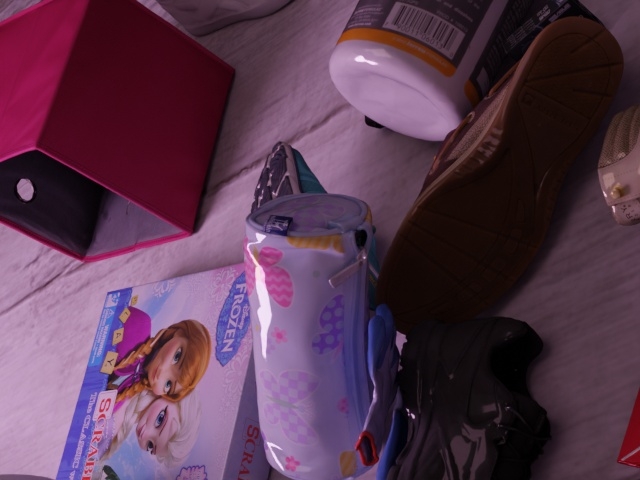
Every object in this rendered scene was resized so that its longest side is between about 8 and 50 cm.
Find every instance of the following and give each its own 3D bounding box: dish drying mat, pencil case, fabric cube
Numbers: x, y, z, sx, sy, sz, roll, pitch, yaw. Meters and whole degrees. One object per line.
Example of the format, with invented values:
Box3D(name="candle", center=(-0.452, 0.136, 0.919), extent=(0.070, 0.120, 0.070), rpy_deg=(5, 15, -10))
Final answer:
Box3D(name="dish drying mat", center=(0.268, 0.145, 1.055), extent=(0.032, 0.008, 0.083), rpy_deg=(4, 69, 51))
Box3D(name="pencil case", center=(-0.002, 0.090, 1.208), extent=(0.124, 0.113, 0.273), rpy_deg=(9, 115, 26))
Box3D(name="fabric cube", center=(-0.309, -0.150, 1.715), extent=(0.259, 0.254, 0.258), rpy_deg=(-13, 57, 44))

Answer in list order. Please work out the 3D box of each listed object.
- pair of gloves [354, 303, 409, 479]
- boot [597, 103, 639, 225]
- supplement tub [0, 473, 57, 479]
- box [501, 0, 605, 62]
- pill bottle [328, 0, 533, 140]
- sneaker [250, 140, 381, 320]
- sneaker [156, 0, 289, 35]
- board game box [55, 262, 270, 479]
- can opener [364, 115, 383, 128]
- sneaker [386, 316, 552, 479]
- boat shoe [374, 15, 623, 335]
Box3D(name="pair of gloves", center=(0.059, 0.163, 1.160), extent=(0.023, 0.198, 0.159), rpy_deg=(1, 46, 14))
Box3D(name="boot", center=(0.330, -0.044, 1.039), extent=(0.203, 0.095, 0.262), rpy_deg=(-28, 45, 34))
Box3D(name="supplement tub", center=(-0.331, 0.433, 1.317), extent=(0.241, 0.241, 0.331), rpy_deg=(-34, 54, 30))
Box3D(name="box", center=(0.233, -0.202, 1.283), extent=(0.083, 0.067, 0.018), rpy_deg=(-40, 41, 23))
Box3D(name="pill bottle", center=(0.136, -0.256, 1.344), extent=(0.162, 0.162, 0.278), rpy_deg=(7, 64, 51))
Box3D(name="sneaker", center=(0.000, 0.000, 1.381), extent=(0.107, 0.110, 0.275), rpy_deg=(-62, 37, 32))
Box3D(name="sneaker", center=(-0.141, -0.381, 1.751), extent=(0.292, 0.169, 0.108), rpy_deg=(-17, 52, 40))
Box3D(name="board game box", center=(-0.170, 0.193, 1.476), extent=(0.318, 0.066, 0.318), rpy_deg=(-13, 57, 44))
Box3D(name="can opener", center=(0.102, -0.211, 1.444), extent=(0.073, 0.059, 0.186), rpy_deg=(17, 78, 42))
Box3D(name="sneaker", center=(0.133, 0.188, 1.109), extent=(0.130, 0.109, 0.286), rpy_deg=(-15, 58, 33))
Box3D(name="boat shoe", center=(0.165, -0.061, 1.247), extent=(0.342, 0.123, 0.123), rpy_deg=(-61, 7, 7))
